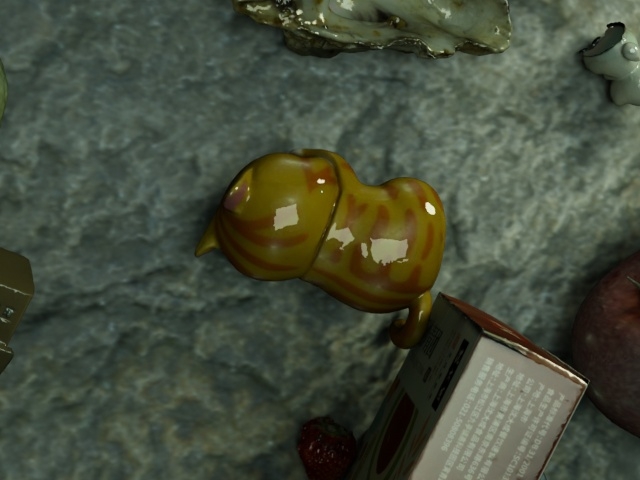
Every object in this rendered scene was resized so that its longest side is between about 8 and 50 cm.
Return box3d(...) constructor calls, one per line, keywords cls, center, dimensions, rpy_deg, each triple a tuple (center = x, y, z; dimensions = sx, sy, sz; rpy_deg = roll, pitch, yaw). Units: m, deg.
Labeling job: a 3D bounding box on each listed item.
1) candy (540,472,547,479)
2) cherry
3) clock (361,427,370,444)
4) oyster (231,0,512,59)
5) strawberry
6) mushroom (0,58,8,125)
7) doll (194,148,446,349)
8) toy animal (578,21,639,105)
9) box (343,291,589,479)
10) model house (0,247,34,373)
box3d(cls="candy", center=(0.238, 0.305, 1.640), dimensions=(0.062, 0.097, 0.195), rpy_deg=(-25, 101, -11))
box3d(cls="cherry", center=(0.442, 0.130, 1.630), dimensions=(0.261, 0.221, 0.307), rpy_deg=(-39, 118, 2))
box3d(cls="clock", center=(0.115, 0.243, 1.624), dimensions=(0.129, 0.041, 0.087), rpy_deg=(-30, 99, -8))
box3d(cls="oyster", center=(0.055, -0.269, 1.531), dimensions=(0.341, 0.110, 0.166), rpy_deg=(-14, 104, -19))
box3d(cls="strawberry", center=(0.005, 0.252, 1.577), dimensions=(0.073, 0.073, 0.083), rpy_deg=(10, 108, -18))
box3d(cls="mushroom", center=(-0.423, -0.181, 1.338), dimensions=(0.267, 0.189, 0.164), rpy_deg=(41, 85, -17))
box3d(cls="doll", center=(0.011, -0.009, 1.509), dimensions=(0.269, 0.167, 0.162), rpy_deg=(20, 45, -9))
box3d(cls="toy animal", center=(0.387, -0.206, 1.661), dimensions=(0.124, 0.085, 0.071), rpy_deg=(50, 62, -21))
box3d(cls="box", center=(0.110, 0.266, 1.429), dimensions=(0.122, 0.344, 0.385), rpy_deg=(27, 93, -3))
box3d(cls="model house", center=(-0.423, 0.122, 1.395), dimensions=(0.180, 0.176, 0.248), rpy_deg=(23, 104, -19))
